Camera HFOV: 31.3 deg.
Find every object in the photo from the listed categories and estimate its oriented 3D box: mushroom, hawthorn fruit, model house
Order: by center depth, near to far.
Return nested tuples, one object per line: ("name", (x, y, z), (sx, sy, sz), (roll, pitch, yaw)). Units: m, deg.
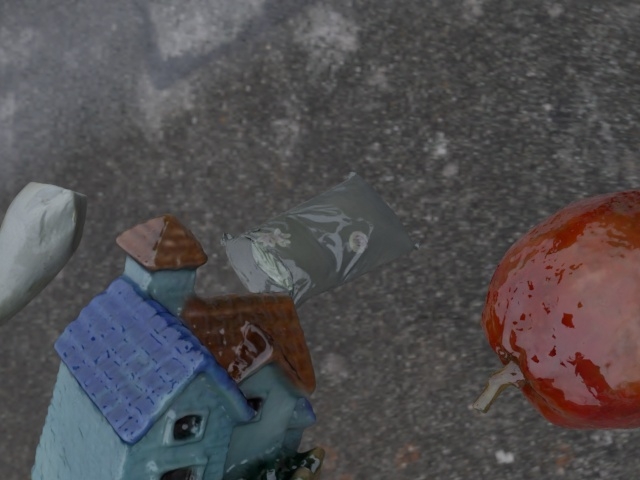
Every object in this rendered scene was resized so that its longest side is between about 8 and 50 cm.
("hawthorn fruit", (0.232, 0.073, 0.970), (0.205, 0.253, 0.205), (45, 153, 30))
("model house", (-0.118, 0.147, 1.176), (0.251, 0.295, 0.329), (34, 115, 49))
("mushroom", (-0.415, 0.039, 1.573), (0.103, 0.118, 0.270), (32, 91, 11))

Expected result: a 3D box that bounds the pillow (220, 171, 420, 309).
("pillow", (0.000, 0.000, 1.559), (0.169, 0.255, 0.059), (51, 152, 21))
